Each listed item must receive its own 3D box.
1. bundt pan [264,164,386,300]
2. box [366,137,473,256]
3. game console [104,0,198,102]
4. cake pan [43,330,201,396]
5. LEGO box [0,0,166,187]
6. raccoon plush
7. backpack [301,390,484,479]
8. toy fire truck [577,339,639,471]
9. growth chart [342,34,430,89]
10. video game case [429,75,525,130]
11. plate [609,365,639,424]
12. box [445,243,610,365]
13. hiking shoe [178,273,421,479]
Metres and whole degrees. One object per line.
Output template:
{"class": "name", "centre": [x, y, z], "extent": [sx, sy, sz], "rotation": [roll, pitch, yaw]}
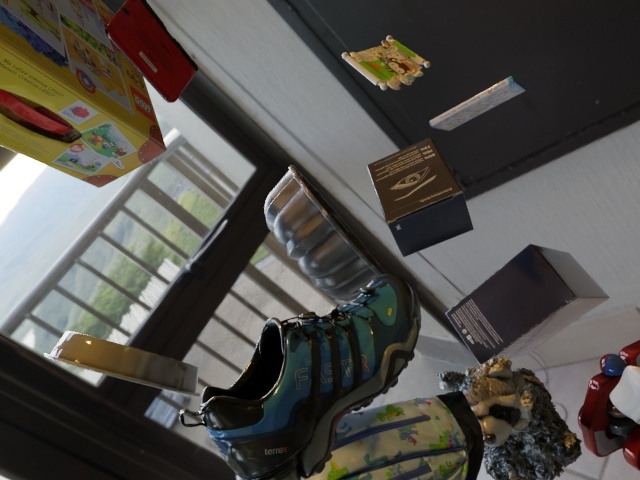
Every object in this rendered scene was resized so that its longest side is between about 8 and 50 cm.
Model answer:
{"class": "bundt pan", "centre": [0.000, 0.000, 1.055], "extent": [0.124, 0.331, 0.331], "rotation": [-41, 24, 6]}
{"class": "box", "centre": [0.198, -0.091, 0.991], "extent": [0.153, 0.108, 0.207], "rotation": [-22, 41, 12]}
{"class": "game console", "centre": [-0.270, -0.305, 0.758], "extent": [0.085, 0.144, 0.124], "rotation": [8, 62, 36]}
{"class": "cake pan", "centre": [-0.363, 0.235, 0.925], "extent": [0.293, 0.293, 0.054], "rotation": [-13, 56, 53]}
{"class": "LEGO box", "centre": [-0.544, -0.364, 0.872], "extent": [0.193, 0.500, 0.372], "rotation": [-26, 72, 10]}
{"class": "raccoon plush", "centre": [0.406, 0.350, 1.143], "extent": [0.216, 0.299, 0.446], "rotation": [-33, 5, 12]}
{"class": "backpack", "centre": [0.074, 0.411, 0.808], "extent": [0.273, 0.355, 0.290], "rotation": [-106, 33, -55]}
{"class": "toy fire truck", "centre": [0.714, 0.345, 1.090], "extent": [0.302, 0.254, 0.169], "rotation": [-19, 12, -10]}
{"class": "growth chart", "centre": [0.167, -0.433, 1.184], "extent": [0.237, 0.172, 0.021], "rotation": [-35, -24, -39]}
{"class": "video game case", "centre": [0.308, -0.263, 0.950], "extent": [0.166, 0.015, 0.119], "rotation": [-25, -7, 32]}
{"class": "plate", "centre": [0.567, 0.263, 0.675], "extent": [0.277, 0.278, 0.045], "rotation": [13, 72, 30]}
{"class": "box", "centre": [0.593, 0.185, 1.387], "extent": [0.312, 0.343, 0.179], "rotation": [-47, 57, 28]}
{"class": "hiking shoe", "centre": [0.005, 0.120, 0.524], "extent": [0.113, 0.132, 0.304], "rotation": [-10, 28, 49]}
